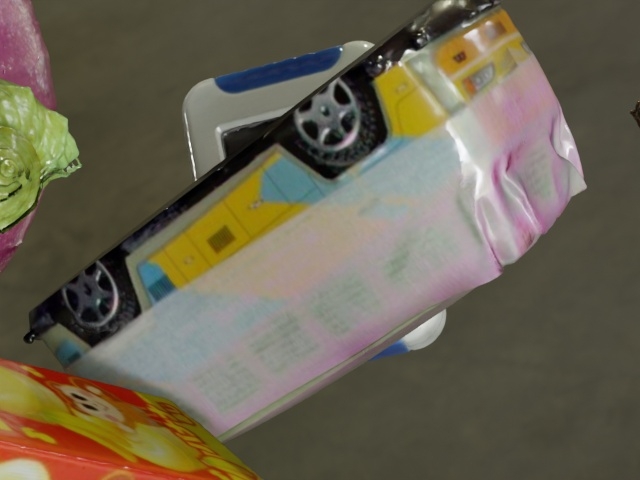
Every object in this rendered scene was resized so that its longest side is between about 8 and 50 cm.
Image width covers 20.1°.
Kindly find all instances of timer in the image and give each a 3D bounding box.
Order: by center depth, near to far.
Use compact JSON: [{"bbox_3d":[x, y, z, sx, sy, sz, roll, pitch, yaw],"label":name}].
[{"bbox_3d":[-0.005,-0.021,1.434,0.178,0.078,0.253,-13,72,10],"label":"timer"}]

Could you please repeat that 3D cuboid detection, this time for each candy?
[{"bbox_3d":[-0.168,0.129,1.020,0.146,0.276,0.088,34,100,45],"label":"candy"}]

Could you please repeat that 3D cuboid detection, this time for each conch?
[{"bbox_3d":[-0.157,-0.040,0.835,0.089,0.074,0.121,-1,9,-28],"label":"conch"}]

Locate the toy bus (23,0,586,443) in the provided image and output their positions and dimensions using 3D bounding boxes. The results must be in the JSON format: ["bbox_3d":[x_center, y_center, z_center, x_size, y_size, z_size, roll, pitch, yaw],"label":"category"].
[{"bbox_3d":[0.000,0.000,1.177,0.386,0.162,0.171,-35,4,33],"label":"toy bus"}]

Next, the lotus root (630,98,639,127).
[{"bbox_3d":[0.412,-0.123,1.591,0.343,0.169,0.151,-9,63,44],"label":"lotus root"}]

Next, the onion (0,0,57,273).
[{"bbox_3d":[-0.333,-0.072,1.104,0.358,0.358,0.345,-33,29,-16],"label":"onion"}]
